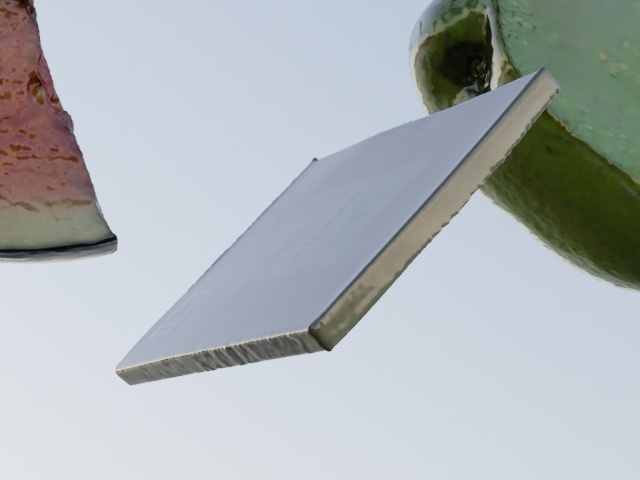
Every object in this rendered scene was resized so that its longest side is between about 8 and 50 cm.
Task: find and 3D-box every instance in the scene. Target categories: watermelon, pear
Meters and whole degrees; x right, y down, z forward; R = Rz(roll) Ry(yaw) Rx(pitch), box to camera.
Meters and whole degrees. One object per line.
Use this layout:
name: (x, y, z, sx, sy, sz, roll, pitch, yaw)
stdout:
watermelon: (-0.168, -0.034, 0.949, 0.137, 0.145, 0.193, -34, -19, 36)
pear: (0.197, -0.099, 1.568, 0.282, 0.286, 0.176, 23, -44, -15)

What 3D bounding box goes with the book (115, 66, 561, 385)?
book: (0.000, 0.000, 1.173, 0.021, 0.217, 0.310, 48, -24, -12)
